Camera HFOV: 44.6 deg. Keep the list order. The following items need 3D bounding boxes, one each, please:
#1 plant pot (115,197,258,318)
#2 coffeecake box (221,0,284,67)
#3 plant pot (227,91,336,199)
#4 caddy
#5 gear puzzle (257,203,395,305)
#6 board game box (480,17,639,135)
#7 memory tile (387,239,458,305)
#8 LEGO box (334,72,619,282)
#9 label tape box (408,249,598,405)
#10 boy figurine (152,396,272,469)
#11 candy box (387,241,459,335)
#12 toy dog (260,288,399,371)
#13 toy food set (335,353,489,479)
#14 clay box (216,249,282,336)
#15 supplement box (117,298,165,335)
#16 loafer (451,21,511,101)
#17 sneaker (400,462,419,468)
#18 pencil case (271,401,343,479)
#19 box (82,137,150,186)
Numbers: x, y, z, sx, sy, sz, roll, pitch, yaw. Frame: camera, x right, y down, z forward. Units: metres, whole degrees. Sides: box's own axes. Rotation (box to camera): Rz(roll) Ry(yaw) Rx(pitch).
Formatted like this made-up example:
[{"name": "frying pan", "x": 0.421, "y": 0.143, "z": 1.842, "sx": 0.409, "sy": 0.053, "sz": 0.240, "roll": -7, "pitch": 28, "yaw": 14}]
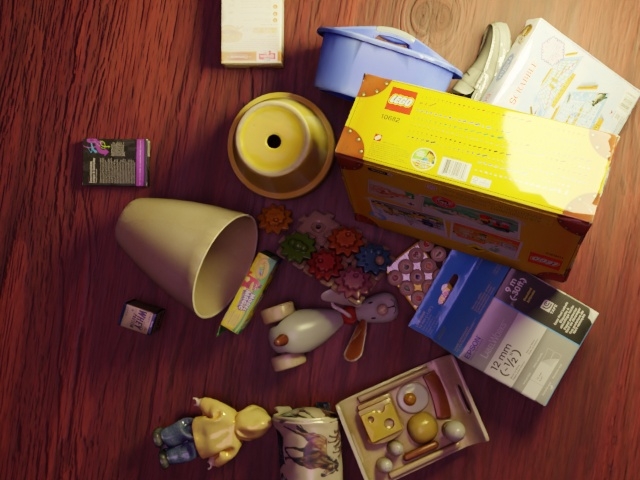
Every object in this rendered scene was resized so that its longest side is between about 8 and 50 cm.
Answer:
[{"name": "plant pot", "x": -0.327, "y": 0.009, "z": 1.808, "sx": 0.274, "sy": 0.256, "sz": 0.256, "roll": 24, "pitch": 93, "yaw": 20}, {"name": "coffeecake box", "x": -0.160, "y": -0.506, "z": 1.849, "sx": 0.142, "sy": 0.068, "sz": 0.185, "roll": 1, "pitch": 92, "yaw": 3}, {"name": "plant pot", "x": -0.095, "y": -0.217, "z": 1.770, "sx": 0.254, "sy": 0.239, "sz": 0.253, "roll": 0, "pitch": 93, "yaw": 4}, {"name": "caddy", "x": 0.144, "y": -0.386, "z": 1.750, "sx": 0.341, "sy": 0.241, "sz": 0.179, "roll": 18, "pitch": 97, "yaw": 2}, {"name": "gear puzzle", "x": 0.000, "y": 0.000, "z": 1.816, "sx": 0.339, "sy": 0.044, "sz": 0.175, "roll": 32, "pitch": 62, "yaw": 19}, {"name": "board game box", "x": 0.519, "y": -0.278, "z": 1.763, "sx": 0.318, "sy": 0.066, "sz": 0.318, "roll": 29, "pitch": 93, "yaw": -19}, {"name": "memory tile", "x": 0.242, "y": 0.073, "z": 1.841, "sx": 0.113, "sy": 0.012, "sz": 0.148, "roll": 42, "pitch": 90, "yaw": 0}, {"name": "LEGO box", "x": 0.310, "y": -0.118, "z": 1.618, "sx": 0.500, "sy": 0.372, "sz": 0.193, "roll": 17, "pitch": 74, "yaw": 14}, {"name": "label tape box", "x": 0.417, "y": 0.184, "z": 1.795, "sx": 0.348, "sy": 0.115, "sz": 0.249, "roll": 29, "pitch": 93, "yaw": -6}, {"name": "boy figurine", "x": -0.256, "y": 0.453, "z": 1.872, "sx": 0.285, "sy": 0.092, "sz": 0.177, "roll": -18, "pitch": 90, "yaw": 3}, {"name": "candy box", "x": 0.252, "y": 0.115, "z": 1.862, "sx": 0.105, "sy": 0.027, "sz": 0.206, "roll": -37, "pitch": 89, "yaw": 0}, {"name": "toy dog", "x": 0.007, "y": 0.192, "z": 1.812, "sx": 0.334, "sy": 0.161, "sz": 0.220, "roll": -38, "pitch": 89, "yaw": 4}, {"name": "toy food set", "x": 0.210, "y": 0.423, "z": 1.806, "sx": 0.306, "sy": 0.092, "sz": 0.219, "roll": -22, "pitch": 84, "yaw": -11}, {"name": "clay box", "x": -0.167, "y": 0.132, "z": 1.838, "sx": 0.053, "sy": 0.127, "sz": 0.222, "roll": 27, "pitch": 94, "yaw": 3}, {"name": "supplement box", "x": -0.429, "y": 0.184, "z": 1.878, "sx": 0.083, "sy": 0.083, "sz": 0.056, "roll": 18, "pitch": 94, "yaw": 2}, {"name": "loafer", "x": 0.360, "y": -0.349, "z": 1.801, "sx": 0.112, "sy": 0.112, "sz": 0.319, "roll": 12, "pitch": 93, "yaw": -5}, {"name": "sneaker", "x": 0.185, "y": 0.527, "z": 1.863, "sx": 0.119, "sy": 0.057, "sz": 0.047, "roll": 1, "pitch": 94, "yaw": 4}, {"name": "pencil case", "x": -0.028, "y": 0.592, "z": 1.830, "sx": 0.160, "sy": 0.183, "sz": 0.410, "roll": -3, "pitch": 92, "yaw": -25}, {"name": "box", "x": -0.497, "y": -0.190, "z": 1.900, "sx": 0.162, "sy": 0.029, "sz": 0.116, "roll": 2, "pitch": 91, "yaw": 2}]
